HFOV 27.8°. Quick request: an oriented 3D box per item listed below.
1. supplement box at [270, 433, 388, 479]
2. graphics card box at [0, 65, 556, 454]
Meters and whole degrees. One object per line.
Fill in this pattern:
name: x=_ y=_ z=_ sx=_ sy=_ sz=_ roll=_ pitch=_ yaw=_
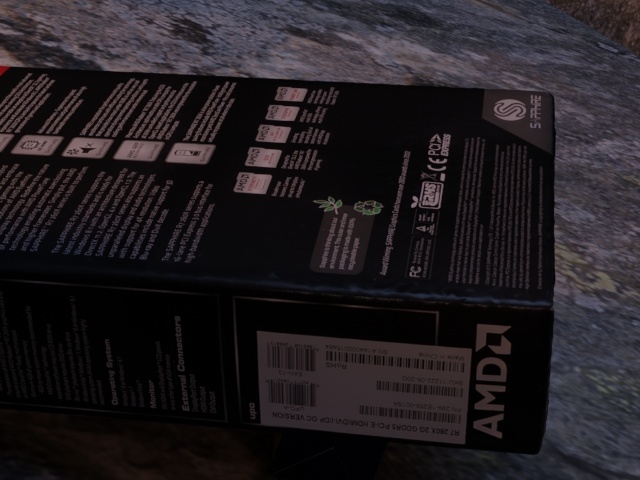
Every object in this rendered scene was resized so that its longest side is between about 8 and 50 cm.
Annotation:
supplement box: x=0.011 y=0.085 z=0.731 sx=0.056 sy=0.083 sz=0.083 roll=17 pitch=22 yaw=-6
graphics card box: x=-0.062 y=-0.005 z=0.691 sx=0.371 sy=0.094 sz=0.233 roll=2 pitch=30 yaw=8
